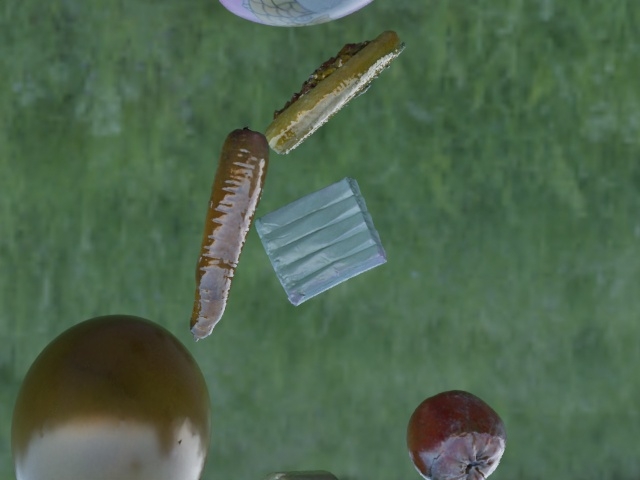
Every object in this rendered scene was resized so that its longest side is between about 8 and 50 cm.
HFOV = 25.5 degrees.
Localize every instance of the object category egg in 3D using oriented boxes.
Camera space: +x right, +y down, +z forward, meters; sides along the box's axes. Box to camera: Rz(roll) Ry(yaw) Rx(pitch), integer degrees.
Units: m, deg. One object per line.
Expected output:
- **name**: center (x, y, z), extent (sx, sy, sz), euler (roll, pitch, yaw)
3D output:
- **egg**: center (-0.296, 0.276, 2.004), extent (0.282, 0.351, 0.282), euler (7, -158, -3)
- **egg**: center (-0.022, -0.381, 1.887), extent (0.271, 0.196, 0.196), euler (-13, 171, 42)

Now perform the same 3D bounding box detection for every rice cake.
- **rice cake**: center (0.000, 0.000, 2.394), extent (0.198, 0.189, 0.037), euler (-32, 157, 20)

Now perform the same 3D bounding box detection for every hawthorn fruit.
- **hawthorn fruit**: center (0.230, 0.335, 2.421), extent (0.173, 0.173, 0.173), euler (2, -178, 0)

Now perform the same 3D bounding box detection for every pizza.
- **pizza**: center (0.016, -0.256, 2.396), extent (0.289, 0.081, 0.229), euler (-43, 180, -3)

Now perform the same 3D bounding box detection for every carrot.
- **carrot**: center (-0.104, -0.005, 1.542), extent (0.059, 0.248, 0.059), euler (14, -174, -2)

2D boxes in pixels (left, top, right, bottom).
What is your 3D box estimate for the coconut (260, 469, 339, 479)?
- **coconut**: center (-0.022, 0.529, 2.547), extent (0.259, 0.259, 0.259), euler (2, -178, 0)
